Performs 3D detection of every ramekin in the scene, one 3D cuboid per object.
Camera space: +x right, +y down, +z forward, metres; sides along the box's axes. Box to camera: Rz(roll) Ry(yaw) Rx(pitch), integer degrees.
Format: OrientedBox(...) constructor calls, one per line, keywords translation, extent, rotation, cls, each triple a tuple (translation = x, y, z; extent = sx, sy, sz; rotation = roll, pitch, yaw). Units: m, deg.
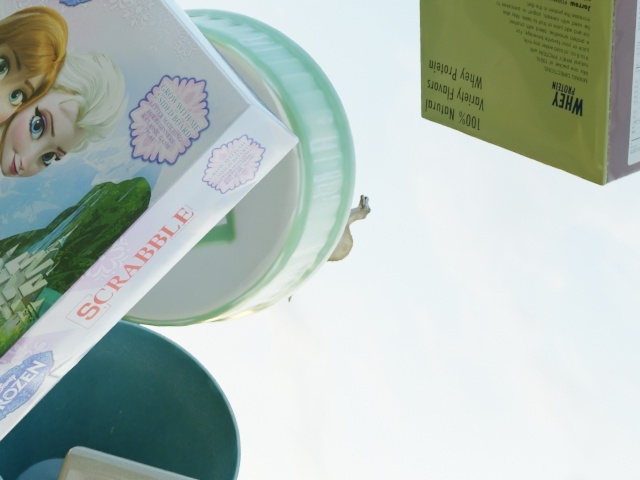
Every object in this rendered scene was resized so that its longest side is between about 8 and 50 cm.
OrientedBox(translation=(-0.128, -0.064, 1.256), extent=(0.148, 0.303, 0.303), rotation=(-29, 100, -78), cls="ramekin")

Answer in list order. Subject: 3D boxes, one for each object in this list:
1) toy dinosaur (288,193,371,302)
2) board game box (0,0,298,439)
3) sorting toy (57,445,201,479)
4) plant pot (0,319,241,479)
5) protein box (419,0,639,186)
OrientedBox(translation=(0.000, 0.000, 1.860), extent=(0.092, 0.183, 0.053), rotation=(43, -5, -25), cls="toy dinosaur")
OrientedBox(translation=(-0.219, -0.066, 1.027), extent=(0.318, 0.318, 0.066), rotation=(50, 8, 37), cls="board game box")
OrientedBox(translation=(-0.124, 0.337, 1.308), extent=(0.041, 0.307, 0.229), rotation=(117, -11, -61), cls="sorting toy")
OrientedBox(translation=(-0.258, 0.258, 1.525), extent=(0.290, 0.290, 0.195), rotation=(60, -41, 27), cls="plant pot")
OrientedBox(translation=(0.186, -0.175, 1.007), extent=(0.200, 0.136, 0.201), rotation=(28, -52, 48), cls="protein box")
